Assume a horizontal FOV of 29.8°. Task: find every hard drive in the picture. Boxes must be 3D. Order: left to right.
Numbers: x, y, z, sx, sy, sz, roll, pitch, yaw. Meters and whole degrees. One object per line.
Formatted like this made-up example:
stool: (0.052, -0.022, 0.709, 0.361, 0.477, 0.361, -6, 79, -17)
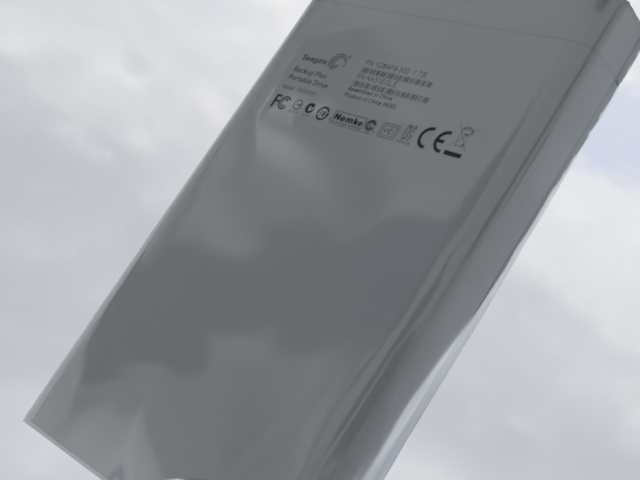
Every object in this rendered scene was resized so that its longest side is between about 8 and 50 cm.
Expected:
hard drive: (0.000, 0.000, 0.682, 0.233, 0.353, 0.047, 21, 163, 46)

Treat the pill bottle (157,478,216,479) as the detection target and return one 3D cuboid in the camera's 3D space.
pill bottle: (-0.007, 0.178, 0.407, 0.161, 0.283, 0.161, -6, -115, 13)
